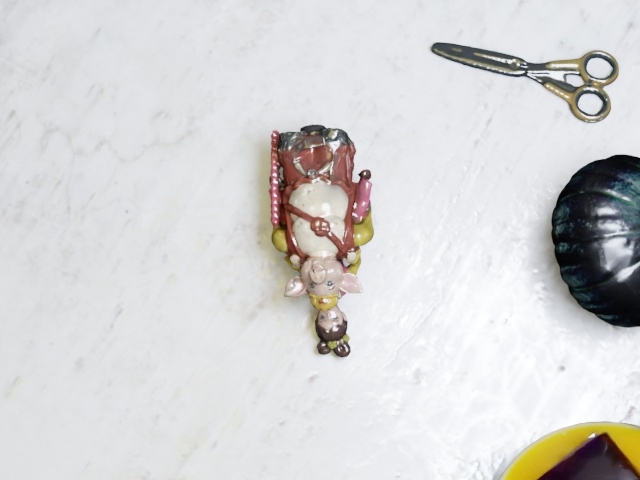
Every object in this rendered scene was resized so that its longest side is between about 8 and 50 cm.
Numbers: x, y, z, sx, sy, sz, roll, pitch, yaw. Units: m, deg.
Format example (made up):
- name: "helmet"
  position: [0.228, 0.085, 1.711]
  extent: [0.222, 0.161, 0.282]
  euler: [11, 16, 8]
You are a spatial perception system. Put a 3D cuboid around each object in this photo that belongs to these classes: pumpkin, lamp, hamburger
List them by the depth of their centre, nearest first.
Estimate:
- name: "hamburger"
  position: [0.297, 0.330, 1.670]
  extent: [0.294, 0.179, 0.276]
  euler: [-38, 65, -9]
- name: "pumpkin"
  position: [0.337, 0.001, 1.740]
  extent: [0.150, 0.194, 0.194]
  euler: [-43, 81, 32]
- name: "lamp"
  position: [0.000, 0.000, 1.768]
  extent: [0.118, 0.118, 0.253]
  euler: [-1, 79, 0]

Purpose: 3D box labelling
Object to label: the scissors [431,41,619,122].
- name: "scissors"
  position: [0.236, -0.200, 1.852]
  extent: [0.220, 0.017, 0.088]
  euler: [14, 81, 3]
